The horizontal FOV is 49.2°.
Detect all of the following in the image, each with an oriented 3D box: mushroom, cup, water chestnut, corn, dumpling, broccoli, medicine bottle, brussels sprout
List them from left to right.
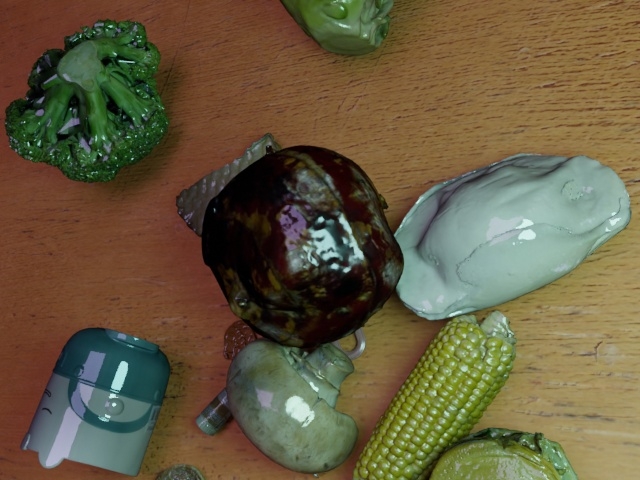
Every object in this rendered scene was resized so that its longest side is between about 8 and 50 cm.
[{"bbox_3d":[-0.527,-0.313,1.631,0.413,0.321,0.310,-41,24,-17],"label":"broccoli"},{"bbox_3d":[-0.428,0.307,1.360,0.289,0.219,0.258,-11,58,63],"label":"cup"},{"bbox_3d":[-0.188,0.316,1.296,0.083,0.047,0.047,-47,53,4],"label":"medicine bottle"},{"bbox_3d":[-0.052,0.252,1.155,0.195,0.189,0.254,-48,55,8],"label":"mushroom"},{"bbox_3d":[0.000,0.000,1.139,0.335,0.346,0.336,29,129,44],"label":"water chestnut"},{"bbox_3d":[0.047,-0.567,1.418,0.314,0.276,0.372,9,81,20],"label":"brussels sprout"},{"bbox_3d":[0.172,0.252,1.056,0.130,0.130,0.347,39,95,37],"label":"corn"},{"bbox_3d":[0.278,-0.033,1.095,0.341,0.181,0.260,-46,38,32],"label":"dumpling"}]

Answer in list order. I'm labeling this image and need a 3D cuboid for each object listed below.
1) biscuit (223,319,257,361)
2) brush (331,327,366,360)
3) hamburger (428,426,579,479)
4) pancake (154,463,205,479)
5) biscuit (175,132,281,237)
[{"bbox_3d":[-0.158,0.200,1.349,0.078,0.015,0.091,-40,54,10],"label":"biscuit"},{"bbox_3d":[0.022,0.106,1.263,0.103,0.047,0.234,-27,62,15],"label":"brush"},{"bbox_3d":[0.243,0.357,0.957,0.215,0.122,0.190,-25,78,24],"label":"hamburger"},{"bbox_3d":[-0.263,0.479,1.283,0.139,0.022,0.140,-12,63,25],"label":"pancake"},{"bbox_3d":[-0.182,-0.091,1.480,0.273,0.036,0.187,-29,57,17],"label":"biscuit"}]
